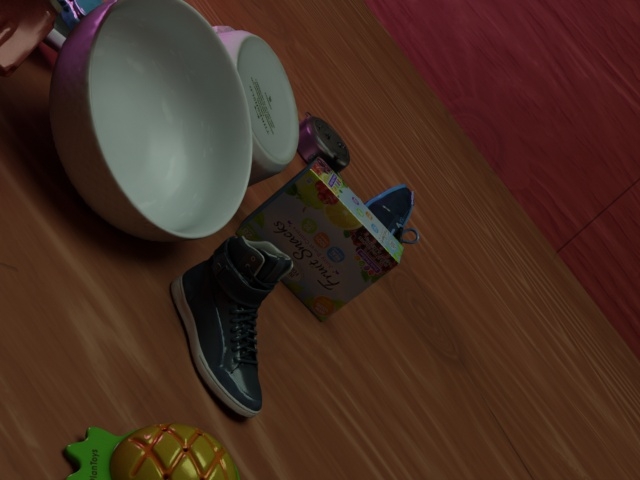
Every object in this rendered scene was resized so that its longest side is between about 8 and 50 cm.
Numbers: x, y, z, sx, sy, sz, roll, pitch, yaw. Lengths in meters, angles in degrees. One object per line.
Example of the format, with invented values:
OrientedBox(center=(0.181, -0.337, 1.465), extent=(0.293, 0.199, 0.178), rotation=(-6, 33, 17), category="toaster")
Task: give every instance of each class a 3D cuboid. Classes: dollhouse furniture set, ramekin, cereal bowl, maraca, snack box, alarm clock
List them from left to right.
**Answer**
OrientedBox(center=(-0.375, -0.314, 1.274), extent=(0.152, 0.201, 0.374), rotation=(44, 47, -19), category="dollhouse furniture set")
OrientedBox(center=(-0.244, -0.158, 1.454), extent=(0.339, 0.141, 0.339), rotation=(22, 63, -54), category="cereal bowl")
OrientedBox(center=(-0.172, 0.242, 1.103), extent=(0.185, 0.099, 0.127), rotation=(10, 36, -20), category="maraca")
OrientedBox(center=(-0.136, -0.210, 1.710), extent=(0.273, 0.127, 0.273), rotation=(-13, 90, -68), category="ramekin")
OrientedBox(center=(-0.001, -0.207, 2.188), extent=(0.129, 0.064, 0.192), rotation=(32, 25, -38), category="alarm clock")
OrientedBox(center=(0.000, 0.000, 1.703), extent=(0.207, 0.174, 0.070), rotation=(48, 25, -9), category="snack box")

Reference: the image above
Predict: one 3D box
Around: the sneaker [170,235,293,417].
OrientedBox(center=(-0.094, 0.100, 1.385), extent=(0.086, 0.163, 0.226), rotation=(17, 41, -57), category="sneaker")

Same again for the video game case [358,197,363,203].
OrientedBox(center=(0.063, -0.061, 2.140), extent=(0.122, 0.011, 0.087), rotation=(16, 40, -55), category="video game case")

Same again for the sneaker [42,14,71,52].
OrientedBox(center=(-0.422, -0.408, 1.543), extent=(0.296, 0.147, 0.104), rotation=(47, -10, -5), category="sneaker")

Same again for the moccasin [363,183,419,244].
OrientedBox(center=(0.093, -0.005, 1.993), extent=(0.117, 0.137, 0.342), rotation=(55, 36, -1), category="moccasin")

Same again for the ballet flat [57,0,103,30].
OrientedBox(center=(-0.378, -0.363, 1.664), extent=(0.083, 0.087, 0.247), rotation=(4, 38, -28), category="ballet flat")

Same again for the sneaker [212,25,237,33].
OrientedBox(center=(-0.172, -0.254, 1.910), extent=(0.122, 0.110, 0.283), rotation=(-14, 67, -41), category="sneaker")
